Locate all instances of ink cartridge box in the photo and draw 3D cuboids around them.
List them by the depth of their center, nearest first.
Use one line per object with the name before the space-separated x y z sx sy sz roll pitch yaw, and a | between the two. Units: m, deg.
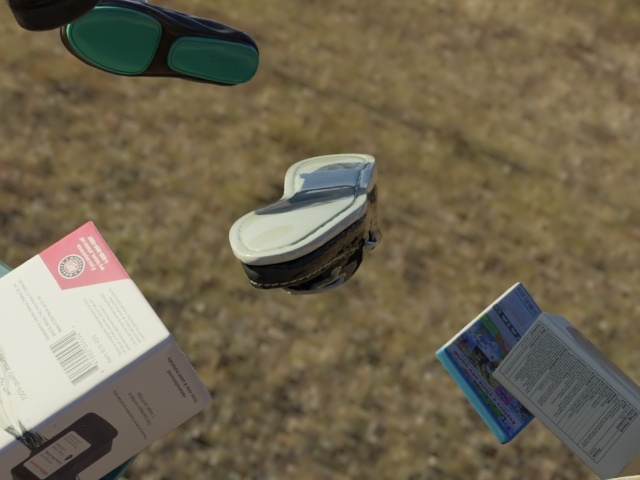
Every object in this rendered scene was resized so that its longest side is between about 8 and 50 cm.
ink cartridge box | -0.237 0.122 1.636 0.172 0.237 0.100 50 -9 43

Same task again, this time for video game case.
video game case | 0.201 0.128 2.104 0.119 0.015 0.166 54 43 0

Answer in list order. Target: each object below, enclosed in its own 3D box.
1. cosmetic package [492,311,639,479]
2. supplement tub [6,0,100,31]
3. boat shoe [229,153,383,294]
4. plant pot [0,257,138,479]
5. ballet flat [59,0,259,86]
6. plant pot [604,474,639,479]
cosmetic package | 0.178 0.107 1.341 0.115 0.060 0.041 45 15 25
supplement tub | -0.214 -0.242 1.363 0.106 0.198 0.106 -15 36 11
boat shoe | 0.000 0.000 1.743 0.114 0.091 0.302 -3 15 18
plant pot | -0.358 0.152 2.147 0.272 0.271 0.255 0 41 -52
ballet flat | -0.150 -0.180 1.767 0.203 0.074 0.074 9 23 -34
plant pot | 0.215 0.285 1.058 0.237 0.254 0.237 11 -24 5
